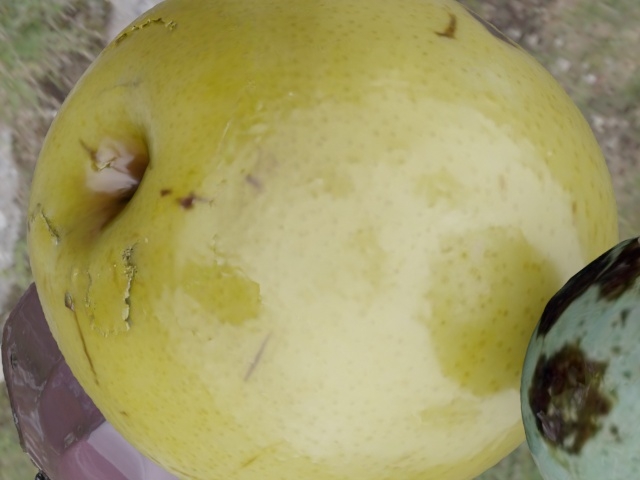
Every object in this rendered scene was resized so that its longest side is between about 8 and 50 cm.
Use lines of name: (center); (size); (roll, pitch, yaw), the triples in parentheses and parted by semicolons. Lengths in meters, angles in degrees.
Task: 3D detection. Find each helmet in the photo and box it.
helmet: (-0.101, 0.145, 1.525); (0.271, 0.197, 0.338); (-28, 129, -17)

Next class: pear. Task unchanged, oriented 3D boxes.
pear: (0.000, 0.000, 1.118); (0.348, 0.348, 0.348); (-11, 117, -22)

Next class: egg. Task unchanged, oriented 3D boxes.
egg: (0.188, 0.074, 0.931); (0.169, 0.169, 0.231); (-27, 165, -14)
